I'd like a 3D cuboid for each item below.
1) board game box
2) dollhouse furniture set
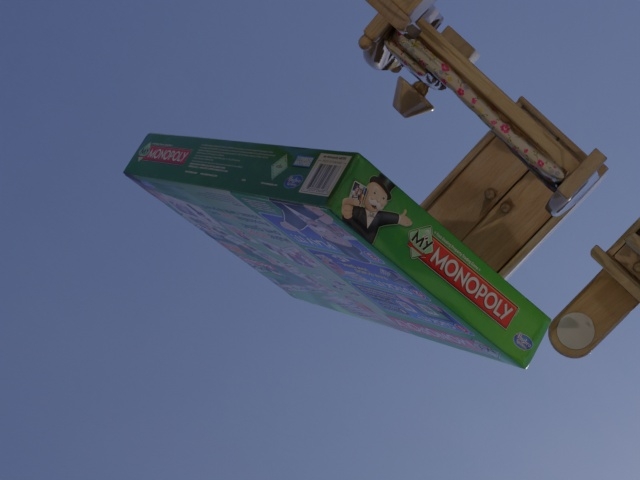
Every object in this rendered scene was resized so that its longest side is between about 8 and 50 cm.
[{"bbox_3d":[0.000,0.000,0.929,0.213,0.317,0.046,37,-103,-31],"label":"board game box"},{"bbox_3d":[0.136,-0.024,0.944,0.303,0.355,0.174,44,-80,11],"label":"dollhouse furniture set"}]
